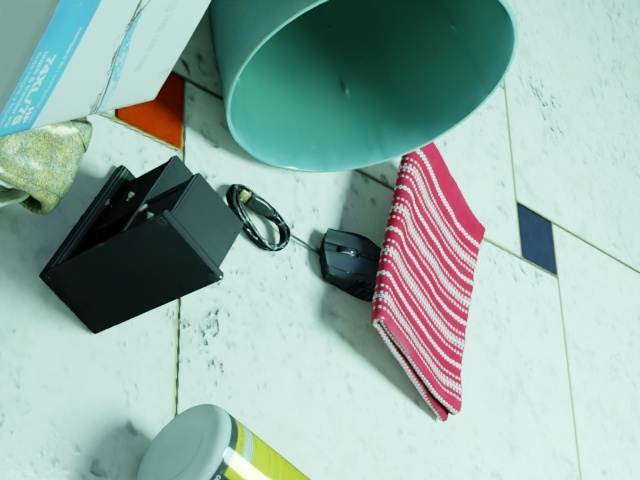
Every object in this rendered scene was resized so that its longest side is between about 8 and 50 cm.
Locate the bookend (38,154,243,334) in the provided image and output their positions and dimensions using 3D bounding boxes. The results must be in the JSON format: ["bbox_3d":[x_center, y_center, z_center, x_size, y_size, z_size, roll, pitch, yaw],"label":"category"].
[{"bbox_3d":[-0.130,-0.017,1.087,0.072,0.157,0.156,50,41,-21],"label":"bookend"}]

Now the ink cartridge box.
[{"bbox_3d":[-0.209,-0.221,0.961,0.198,0.197,0.270,35,20,9],"label":"ink cartridge box"}]

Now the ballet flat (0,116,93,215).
[{"bbox_3d":[-0.320,-0.081,0.939,0.348,0.123,0.123,12,63,-46],"label":"ballet flat"}]

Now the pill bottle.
[{"bbox_3d":[-0.058,0.225,1.089,0.184,0.103,0.103,43,43,-27],"label":"pill bottle"}]

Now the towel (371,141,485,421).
[{"bbox_3d":[0.123,0.033,1.435,0.199,0.031,0.275,55,36,-39],"label":"towel"}]

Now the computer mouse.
[{"bbox_3d":[0.000,0.000,1.333,0.242,0.041,0.071,27,53,-40],"label":"computer mouse"}]

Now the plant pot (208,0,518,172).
[{"bbox_3d":[0.018,-0.248,1.300,0.293,0.293,0.235,15,47,-46],"label":"plant pot"}]
